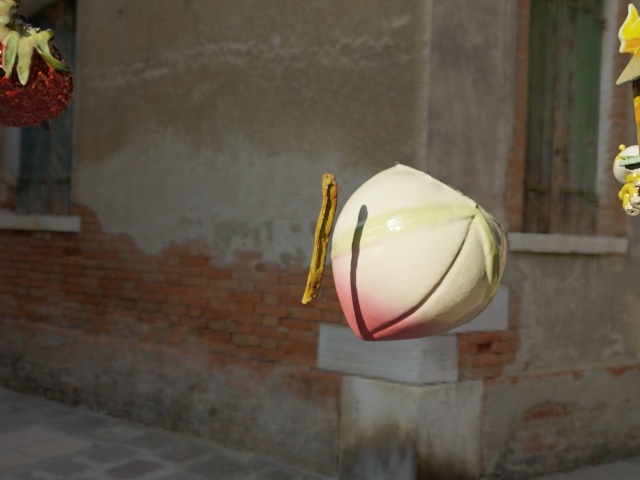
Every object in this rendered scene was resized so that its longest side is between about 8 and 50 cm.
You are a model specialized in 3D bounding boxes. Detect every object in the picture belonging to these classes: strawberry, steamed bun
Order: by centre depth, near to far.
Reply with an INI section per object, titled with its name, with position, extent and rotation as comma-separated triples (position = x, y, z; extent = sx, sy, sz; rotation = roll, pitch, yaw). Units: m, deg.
[strawberry]
position = -0.534, -0.251, 1.280
extent = 0.233, 0.138, 0.306
rotation = 41, -41, -11
[steamed bun]
position = 0.146, 0.047, 1.333
extent = 0.309, 0.309, 0.309
rotation = 2, 0, 0

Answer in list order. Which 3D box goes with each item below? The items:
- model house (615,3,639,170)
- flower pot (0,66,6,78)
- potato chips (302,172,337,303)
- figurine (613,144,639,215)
[model house]
position = 0.556, -0.248, 0.934
extent = 0.357, 0.313, 0.242
rotation = -4, 3, -1
[flower pot]
position = -0.526, -0.283, 1.002
extent = 0.251, 0.084, 0.179
rotation = 17, 12, -20
[potato chips]
position = 0.000, 0.000, 1.197
extent = 0.026, 0.204, 0.037
rotation = 5, 9, -24
[figurine]
position = 0.547, -0.105, 1.379
extent = 0.068, 0.143, 0.101
rotation = 19, -15, -1
